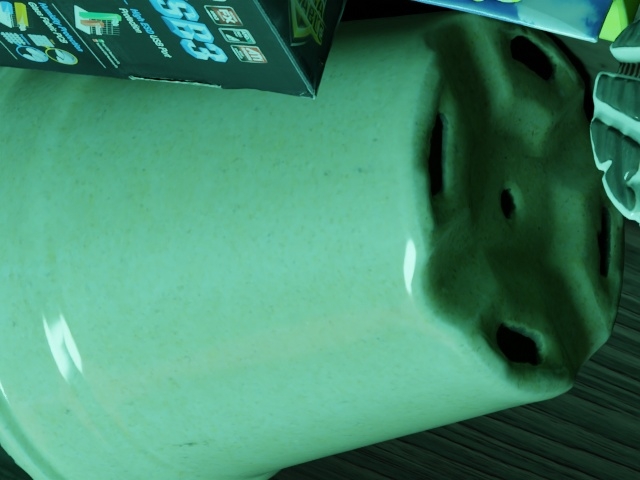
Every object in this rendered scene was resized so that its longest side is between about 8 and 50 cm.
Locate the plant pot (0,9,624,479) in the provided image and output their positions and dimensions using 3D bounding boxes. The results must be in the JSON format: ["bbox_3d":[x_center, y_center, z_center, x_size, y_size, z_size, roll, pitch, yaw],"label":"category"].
[{"bbox_3d":[0.000,0.000,1.175,0.305,0.334,0.334,-9,145,38],"label":"plant pot"}]

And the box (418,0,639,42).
[{"bbox_3d":[0.094,-0.157,0.801,0.109,0.178,0.042,15,160,20],"label":"box"}]

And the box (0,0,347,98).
[{"bbox_3d":[-0.169,-0.174,0.904,0.293,0.073,0.295,5,157,22],"label":"box"}]

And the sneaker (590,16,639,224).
[{"bbox_3d":[0.221,-0.012,0.634,0.279,0.107,0.118,14,173,29],"label":"sneaker"}]
